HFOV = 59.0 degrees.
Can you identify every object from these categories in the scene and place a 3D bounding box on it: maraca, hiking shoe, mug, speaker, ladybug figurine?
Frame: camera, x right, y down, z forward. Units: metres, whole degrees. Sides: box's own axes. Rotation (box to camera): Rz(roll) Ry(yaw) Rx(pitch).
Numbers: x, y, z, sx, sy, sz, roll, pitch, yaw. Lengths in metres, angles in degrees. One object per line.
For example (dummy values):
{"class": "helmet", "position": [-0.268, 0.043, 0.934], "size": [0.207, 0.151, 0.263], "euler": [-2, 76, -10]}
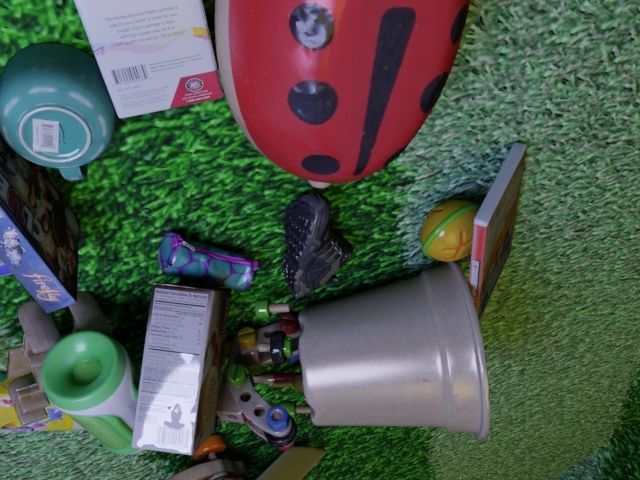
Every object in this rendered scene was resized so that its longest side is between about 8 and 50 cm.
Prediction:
{"class": "maraca", "position": [0.243, -0.016, 1.011], "size": [0.127, 0.099, 0.185], "euler": [-45, 157, 23]}
{"class": "hiking shoe", "position": [0.000, 0.000, 0.956], "size": [0.114, 0.086, 0.227], "euler": [-16, 144, -24]}
{"class": "mug", "position": [-0.302, -0.142, 0.673], "size": [0.129, 0.097, 0.158], "euler": [-30, 136, 10]}
{"class": "speaker", "position": [-0.341, 0.259, 0.924], "size": [0.131, 0.131, 0.297], "euler": [-13, 147, -8]}
{"class": "ladybug figurine", "position": [0.041, -0.235, 0.644], "size": [0.305, 0.162, 0.449], "euler": [-12, 136, -20]}

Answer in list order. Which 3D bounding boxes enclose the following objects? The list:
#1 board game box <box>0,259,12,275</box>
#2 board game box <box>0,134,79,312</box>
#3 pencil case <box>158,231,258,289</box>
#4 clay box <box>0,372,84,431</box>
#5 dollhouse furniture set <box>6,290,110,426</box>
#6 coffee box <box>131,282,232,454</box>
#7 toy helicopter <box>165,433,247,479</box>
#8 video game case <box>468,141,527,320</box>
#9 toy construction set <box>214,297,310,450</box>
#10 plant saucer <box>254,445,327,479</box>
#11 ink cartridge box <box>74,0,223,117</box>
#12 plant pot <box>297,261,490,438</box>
{"class": "board game box", "position": [-0.561, -0.014, 0.743], "size": [0.317, 0.046, 0.214], "euler": [-14, 136, -7]}
{"class": "board game box", "position": [-0.371, -0.049, 0.693], "size": [0.042, 0.165, 0.243], "euler": [-17, 137, -4]}
{"class": "pencil case", "position": [-0.183, 0.036, 0.921], "size": [0.151, 0.065, 0.070], "euler": [17, 139, -34]}
{"class": "clay box", "position": [-0.524, 0.307, 1.071], "size": [0.222, 0.053, 0.127], "euler": [9, 129, -26]}
{"class": "dollhouse furniture set", "position": [-0.500, 0.181, 0.927], "size": [0.242, 0.161, 0.212], "euler": [-12, 141, -42]}
{"class": "coffee box", "position": [-0.217, 0.195, 0.907], "size": [0.098, 0.247, 0.141], "euler": [6, 175, 3]}
{"class": "toy helicopter", "position": [-0.287, 0.630, 1.435], "size": [0.235, 0.140, 0.355], "euler": [-28, 149, -1]}
{"class": "video game case", "position": [0.308, -0.001, 1.000], "size": [0.025, 0.204, 0.285], "euler": [18, 143, 25]}
{"class": "toy construction set", "position": [-0.149, 0.275, 1.106], "size": [0.237, 0.258, 0.309], "euler": [-4, 160, 8]}
{"class": "plant saucer", "position": [-0.167, 0.672, 1.447], "size": [0.333, 0.081, 0.333], "euler": [-31, 161, -45]}
{"class": "ink cartridge box", "position": [-0.191, -0.240, 0.635], "size": [0.127, 0.072, 0.175], "euler": [-13, 136, -8]}
{"class": "plant pot", "position": [0.122, 0.215, 1.064], "size": [0.305, 0.334, 0.334], "euler": [-8, 137, 3]}
